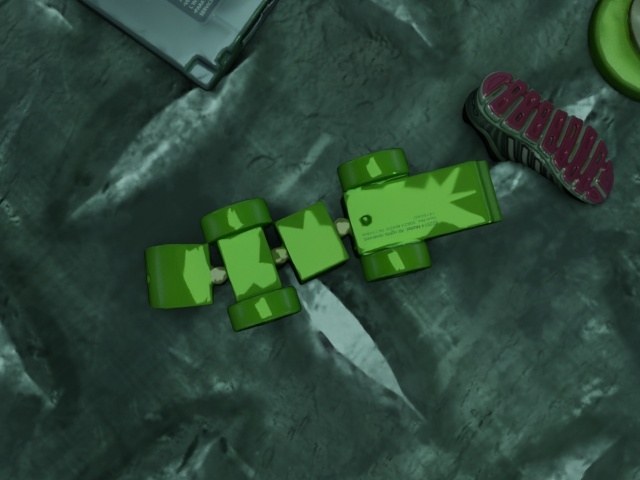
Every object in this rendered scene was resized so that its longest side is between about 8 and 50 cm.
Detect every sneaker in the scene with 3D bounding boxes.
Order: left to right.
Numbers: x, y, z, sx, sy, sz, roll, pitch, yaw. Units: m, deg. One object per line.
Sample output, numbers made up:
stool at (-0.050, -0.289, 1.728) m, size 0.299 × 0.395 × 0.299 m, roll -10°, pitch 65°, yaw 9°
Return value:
sneaker at (0.200, -0.092, 1.298) m, size 0.170 × 0.075 × 0.063 m, roll 35°, pitch 71°, yaw -18°

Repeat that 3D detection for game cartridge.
game cartridge at (-0.100, -0.315, 1.328) m, size 0.196 × 0.060 × 0.294 m, roll 36°, pitch 89°, yaw 1°

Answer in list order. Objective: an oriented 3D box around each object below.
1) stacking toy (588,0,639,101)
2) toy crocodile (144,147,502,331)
stacking toy at (0.390, -0.259, 1.258) m, size 0.309 × 0.130 × 0.279 m, roll 11°, pitch 88°, yaw 4°
toy crocodile at (0.000, 0.000, 1.290) m, size 0.341 × 0.105 × 0.115 m, roll -19°, pitch 86°, yaw -3°
